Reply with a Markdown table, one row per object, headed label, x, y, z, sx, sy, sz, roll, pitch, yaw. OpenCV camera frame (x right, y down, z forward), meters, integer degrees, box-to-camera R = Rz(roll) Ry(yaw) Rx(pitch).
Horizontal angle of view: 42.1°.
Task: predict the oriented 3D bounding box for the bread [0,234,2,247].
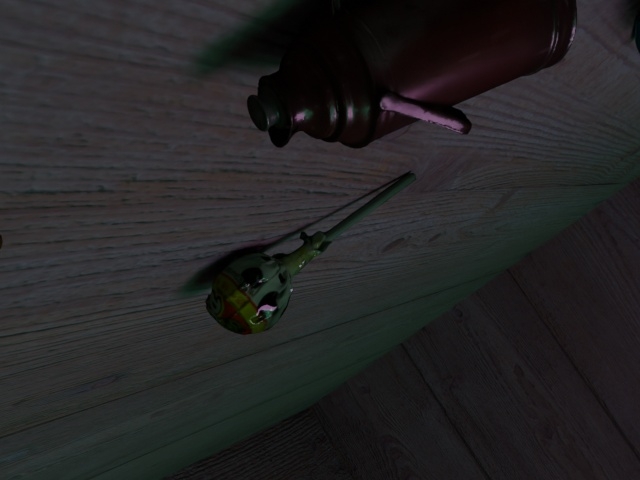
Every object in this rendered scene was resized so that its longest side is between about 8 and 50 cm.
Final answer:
| label | x | y | z | sx | sy | sz | roll | pitch | yaw |
| --- | --- | --- | --- | --- | --- | --- | --- | --- | --- |
| bread | -0.294 | 0.031 | 0.331 | 0.124 | 0.084 | 0.344 | -15 | -177 | 44 |

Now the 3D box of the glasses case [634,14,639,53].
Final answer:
| label | x | y | z | sx | sy | sz | roll | pitch | yaw |
| --- | --- | --- | --- | --- | --- | --- | --- | --- | --- |
| glasses case | 0.516 | -0.317 | 0.975 | 0.301 | 0.070 | 0.117 | -33 | 151 | 10 |

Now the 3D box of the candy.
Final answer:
| label | x | y | z | sx | sy | sz | roll | pitch | yaw |
| --- | --- | --- | --- | --- | --- | --- | --- | --- | --- |
| candy | 0.000 | 0.000 | 0.954 | 0.305 | 0.083 | 0.091 | -37 | 152 | -21 |

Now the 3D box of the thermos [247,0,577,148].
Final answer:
| label | x | y | z | sx | sy | sz | roll | pitch | yaw |
| --- | --- | --- | --- | --- | --- | --- | --- | --- | --- |
| thermos | 0.054 | -0.127 | 0.552 | 0.232 | 0.099 | 0.124 | -25 | 128 | -24 |
